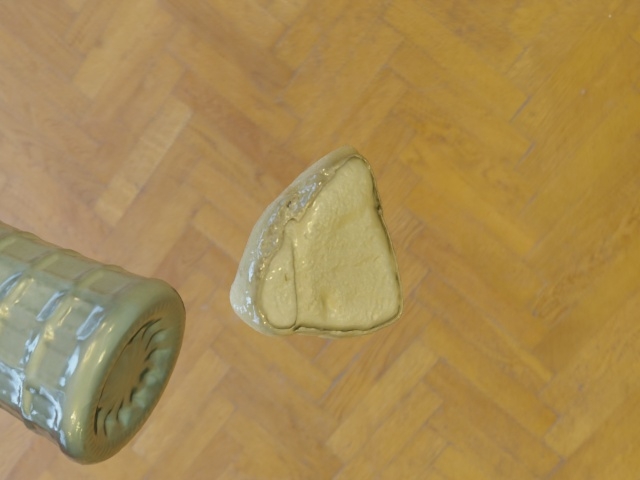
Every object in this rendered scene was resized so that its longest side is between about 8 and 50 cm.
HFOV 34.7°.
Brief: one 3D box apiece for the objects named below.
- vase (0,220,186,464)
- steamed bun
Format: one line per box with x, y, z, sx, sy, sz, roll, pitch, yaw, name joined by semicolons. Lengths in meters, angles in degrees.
-0.234;0.022;0.610;0.299;0.143;0.143;23;107;15;vase
-0.019;0.020;1.194;0.110;0.212;0.231;9;116;53;steamed bun
